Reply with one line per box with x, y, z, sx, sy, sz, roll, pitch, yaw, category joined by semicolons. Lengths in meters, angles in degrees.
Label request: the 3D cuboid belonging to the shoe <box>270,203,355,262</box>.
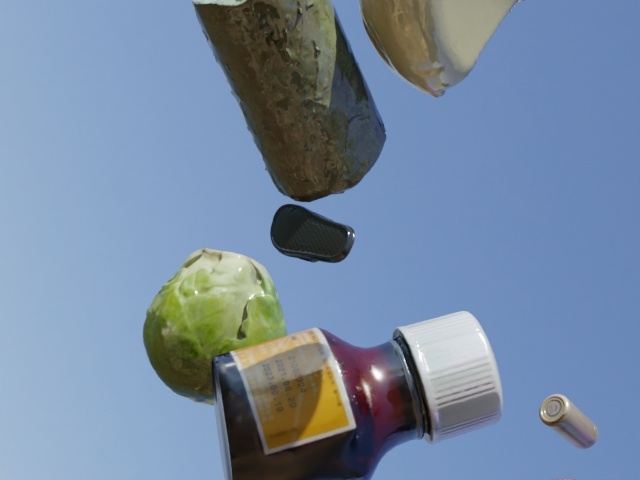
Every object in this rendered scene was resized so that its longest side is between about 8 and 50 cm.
0.000;0.000;1.873;0.159;0.053;0.062;17;-96;56;shoe

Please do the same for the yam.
-0.033;-0.195;1.885;0.161;0.161;0.268;34;-27;59;yam

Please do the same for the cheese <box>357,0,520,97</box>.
0.160;-0.308;1.892;0.127;0.266;0.233;29;-19;41;cheese

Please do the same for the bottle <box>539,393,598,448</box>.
0.329;0.241;2.128;0.096;0.045;0.045;40;5;-42;bottle

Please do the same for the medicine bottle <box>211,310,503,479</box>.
0.049;0.233;2.242;0.242;0.395;0.242;169;-90;-79;medicine bottle

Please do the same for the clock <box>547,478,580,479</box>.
0.301;0.357;1.512;0.080;0.318;0.318;-46;-123;27;clock

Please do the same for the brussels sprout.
-0.159;0.140;2.523;0.244;0.244;0.244;52;-29;44;brussels sprout
